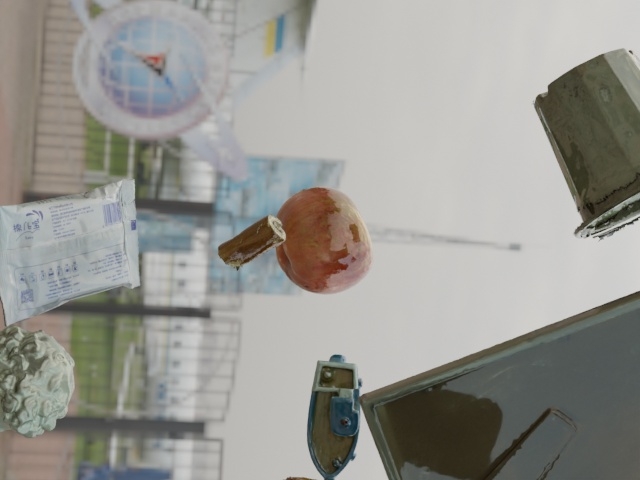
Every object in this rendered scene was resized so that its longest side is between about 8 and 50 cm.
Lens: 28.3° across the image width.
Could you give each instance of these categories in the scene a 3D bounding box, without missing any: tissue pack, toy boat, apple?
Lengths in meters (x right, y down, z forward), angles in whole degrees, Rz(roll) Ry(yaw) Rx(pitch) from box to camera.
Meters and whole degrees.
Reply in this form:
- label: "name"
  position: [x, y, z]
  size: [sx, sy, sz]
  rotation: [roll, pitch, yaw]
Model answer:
- label: "tissue pack"
  position: [-0.262, 0.009, 1.323]
  size: [0.193, 0.026, 0.122]
  rotation: [-16, 107, -49]
- label: "toy boat"
  position: [0.023, 0.295, 2.090]
  size: [0.102, 0.088, 0.215]
  rotation: [83, 12, -85]
- label: "apple"
  position: [0.000, 0.000, 2.334]
  size: [0.209, 0.164, 0.209]
  rotation: [160, -90, -79]

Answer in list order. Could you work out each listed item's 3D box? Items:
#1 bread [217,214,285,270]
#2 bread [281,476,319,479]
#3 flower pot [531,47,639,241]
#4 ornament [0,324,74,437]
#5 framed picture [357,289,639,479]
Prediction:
- label: "bread"
  position: [-0.084, 0.001, 1.549]
  size: [0.047, 0.083, 0.036]
  rotation: [33, 32, -53]
- label: "bread"
  position: [-0.024, 0.457, 1.882]
  size: [0.271, 0.139, 0.077]
  rotation: [-69, 164, -60]
- label: "flower pot"
  position: [0.499, -0.166, 2.103]
  size: [0.290, 0.290, 0.259]
  rotation: [112, -46, -71]
- label: "ornament"
  position: [-0.396, 0.172, 1.442]
  size: [0.120, 0.285, 0.130]
  rotation: [45, 47, -39]
- label: "framed picture"
  position: [0.312, 0.292, 1.832]
  size: [0.028, 0.446, 0.326]
  rotation: [-119, -170, -74]
